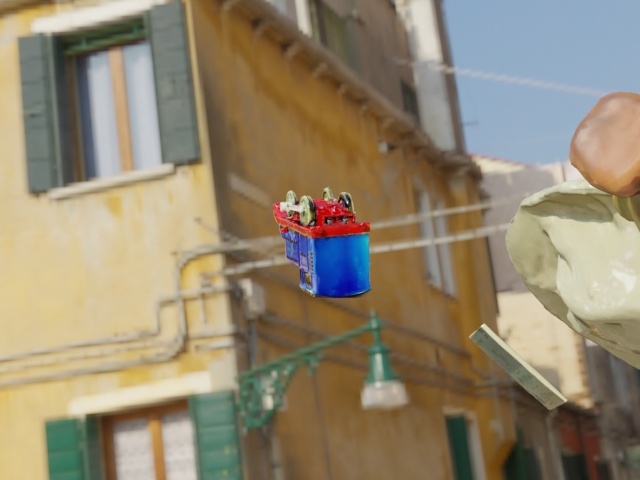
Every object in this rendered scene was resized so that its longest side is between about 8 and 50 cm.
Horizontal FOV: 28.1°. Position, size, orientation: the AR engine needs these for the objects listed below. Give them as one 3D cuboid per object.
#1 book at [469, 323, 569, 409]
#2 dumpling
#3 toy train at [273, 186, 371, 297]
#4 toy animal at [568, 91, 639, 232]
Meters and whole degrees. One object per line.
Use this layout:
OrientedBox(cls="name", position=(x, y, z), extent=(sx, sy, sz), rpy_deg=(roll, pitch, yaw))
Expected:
OrientedBox(cls="book", position=(0.318, 0.205, 2.066), extent=(0.014, 0.181, 0.127), rpy_deg=(-47, -7, -10))
OrientedBox(cls="dumpling", position=(0.398, 0.034, 1.667), extent=(0.315, 0.233, 0.395), rpy_deg=(13, -33, 27))
OrientedBox(cls="toy train", position=(0.000, 0.000, 1.688), extent=(0.082, 0.131, 0.204), rpy_deg=(-6, 9, -14))
OrientedBox(cls="toy animal", position=(0.399, -0.044, 1.198), extent=(0.338, 0.191, 0.216), rpy_deg=(28, 5, -45))
